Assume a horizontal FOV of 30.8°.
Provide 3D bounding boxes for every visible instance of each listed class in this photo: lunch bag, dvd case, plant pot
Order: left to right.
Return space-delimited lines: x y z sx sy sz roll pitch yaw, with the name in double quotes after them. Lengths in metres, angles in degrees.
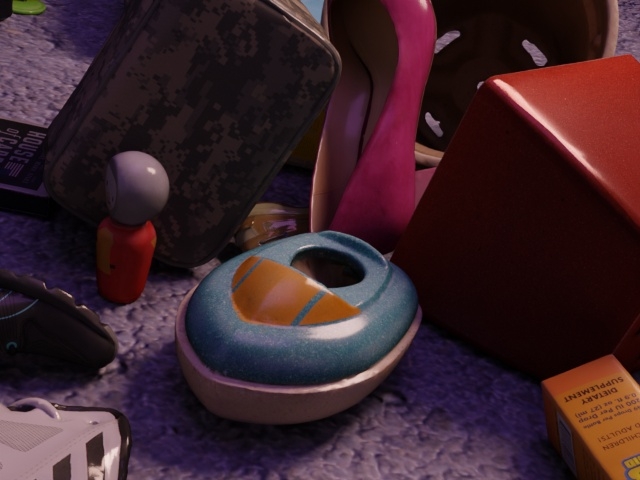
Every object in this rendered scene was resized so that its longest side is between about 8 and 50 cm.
-0.395 -0.097 1.288 0.238 0.030 0.179 11 27 -2 "dvd case"
-0.138 -0.163 1.214 0.212 0.305 0.256 29 15 -23 "lunch bag"
0.192 -0.223 1.447 0.333 0.334 0.305 20 -3 13 "plant pot"
0.267 -0.002 1.169 0.267 0.267 0.236 -15 50 -42 "plant pot"

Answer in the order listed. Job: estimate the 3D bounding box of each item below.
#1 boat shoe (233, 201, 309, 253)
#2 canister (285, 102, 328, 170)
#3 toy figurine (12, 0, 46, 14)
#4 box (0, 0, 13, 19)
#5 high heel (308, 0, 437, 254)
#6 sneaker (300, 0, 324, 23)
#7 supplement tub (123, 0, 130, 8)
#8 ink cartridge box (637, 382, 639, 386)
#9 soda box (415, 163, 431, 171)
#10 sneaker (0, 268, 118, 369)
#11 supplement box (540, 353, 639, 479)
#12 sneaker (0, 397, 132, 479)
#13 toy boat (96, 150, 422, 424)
0.000 0.000 1.250 0.189 0.068 0.072 -5 46 -17 "boat shoe"
-0.052 -0.156 1.446 0.169 0.126 0.073 13 26 -4 "canister"
-0.480 -0.450 1.778 0.173 0.159 0.130 34 34 34 "toy figurine"
-0.673 -0.456 1.651 0.395 0.212 0.293 29 32 27 "box"
0.033 -0.171 1.213 0.181 0.127 0.377 -8 78 -40 "high heel"
0.029 -0.384 1.799 0.319 0.208 0.127 -13 11 -41 "sneaker"
-0.202 -0.392 1.752 0.193 0.194 0.316 6 28 -13 "supplement tub"
0.306 0.176 1.071 0.062 0.029 0.115 11 27 -2 "ink cartridge box"
0.118 -0.055 1.393 0.181 0.061 0.058 18 27 10 "soda box"
-0.302 0.062 0.973 0.267 0.106 0.101 24 -14 -13 "sneaker"
0.265 0.197 0.944 0.078 0.080 0.233 -20 37 -8 "supplement box"
-0.295 0.137 0.789 0.257 0.169 0.447 -5 39 -47 "sneaker"
-0.073 0.035 1.046 0.318 0.148 0.267 24 29 19 "toy boat"
